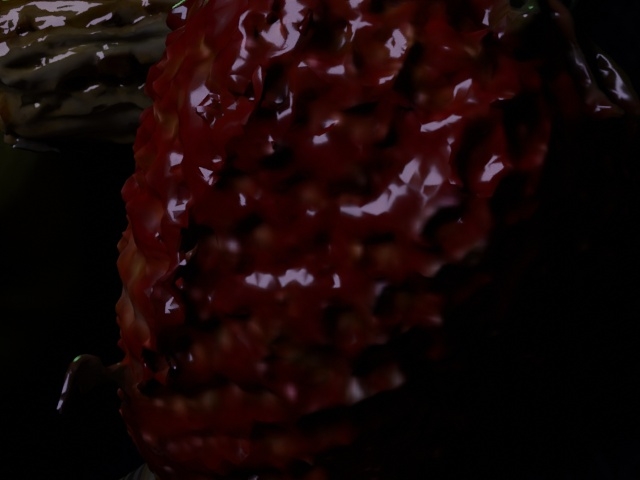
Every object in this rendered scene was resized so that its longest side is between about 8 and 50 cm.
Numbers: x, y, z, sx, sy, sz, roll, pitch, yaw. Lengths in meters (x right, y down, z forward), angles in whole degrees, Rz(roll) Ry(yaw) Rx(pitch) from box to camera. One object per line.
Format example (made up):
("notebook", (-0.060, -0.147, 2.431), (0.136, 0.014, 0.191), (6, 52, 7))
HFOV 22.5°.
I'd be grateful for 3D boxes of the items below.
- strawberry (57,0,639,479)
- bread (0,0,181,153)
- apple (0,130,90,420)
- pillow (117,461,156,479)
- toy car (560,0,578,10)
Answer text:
("strawberry", (-0.002, -0.001, 0.834), (0.343, 0.292, 0.292), (-57, 32, 2))
("bread", (-0.089, -0.181, 1.147), (0.277, 0.167, 0.324), (-11, 39, 4))
("apple", (-0.401, -0.017, 1.242), (0.473, 0.473, 0.474), (-33, 39, 32))
("pillow", (-0.100, 0.185, 1.027), (0.203, 0.038, 0.113), (-32, 43, 34))
("toy car", (0.096, -0.125, 1.013), (0.186, 0.058, 0.093), (-38, 30, 0))
